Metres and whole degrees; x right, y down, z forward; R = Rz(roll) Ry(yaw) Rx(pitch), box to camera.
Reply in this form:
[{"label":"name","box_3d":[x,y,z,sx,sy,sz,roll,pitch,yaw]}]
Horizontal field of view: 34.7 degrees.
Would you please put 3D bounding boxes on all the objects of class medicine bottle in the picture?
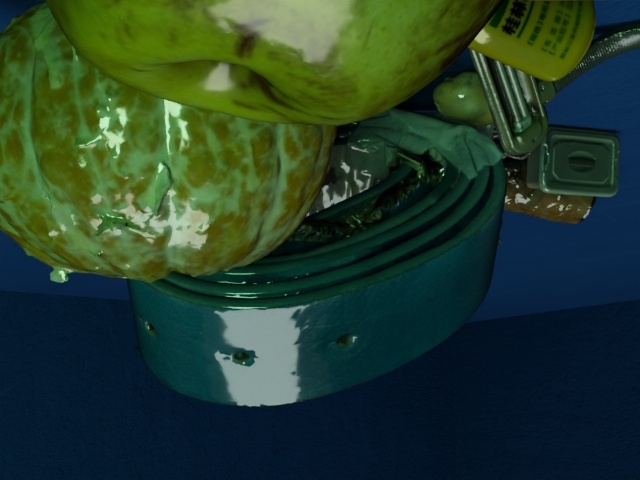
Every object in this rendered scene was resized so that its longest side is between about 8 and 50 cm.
[{"label":"medicine bottle","box_3d":[0.111,-0.209,0.824,0.260,0.095,0.064,16,179,-28]}]

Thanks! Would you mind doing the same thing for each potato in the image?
[{"label":"potato","box_3d":[0.169,-0.158,1.156,0.083,0.062,0.068,35,-178,-24]}]

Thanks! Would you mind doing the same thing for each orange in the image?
[{"label":"orange","box_3d":[-0.145,-0.095,0.888,0.329,0.249,0.329,-4,-174,0]}]

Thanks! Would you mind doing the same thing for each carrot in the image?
[{"label":"carrot","box_3d":[0.276,-0.078,1.498,0.263,0.102,0.102,4,168,-18]}]

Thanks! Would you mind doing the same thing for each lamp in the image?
[{"label":"lamp","box_3d":[0.286,-0.191,0.951,0.283,0.124,0.203,-4,149,31]}]

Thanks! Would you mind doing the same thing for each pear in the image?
[{"label":"pear","box_3d":[-0.010,-0.188,0.463,0.284,0.283,0.283,-1,169,0]}]

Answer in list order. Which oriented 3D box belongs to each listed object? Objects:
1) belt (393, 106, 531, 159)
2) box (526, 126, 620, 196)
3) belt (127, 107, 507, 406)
[{"label":"belt","box_3d":[0.146,-0.137,1.261,0.232,0.071,0.053,2,176,1]},{"label":"box","box_3d":[0.340,-0.104,1.391,0.122,0.089,0.062,3,179,-18]},{"label":"belt","box_3d":[-0.001,0.000,1.107,0.436,0.173,0.300,-20,-137,-27]}]
